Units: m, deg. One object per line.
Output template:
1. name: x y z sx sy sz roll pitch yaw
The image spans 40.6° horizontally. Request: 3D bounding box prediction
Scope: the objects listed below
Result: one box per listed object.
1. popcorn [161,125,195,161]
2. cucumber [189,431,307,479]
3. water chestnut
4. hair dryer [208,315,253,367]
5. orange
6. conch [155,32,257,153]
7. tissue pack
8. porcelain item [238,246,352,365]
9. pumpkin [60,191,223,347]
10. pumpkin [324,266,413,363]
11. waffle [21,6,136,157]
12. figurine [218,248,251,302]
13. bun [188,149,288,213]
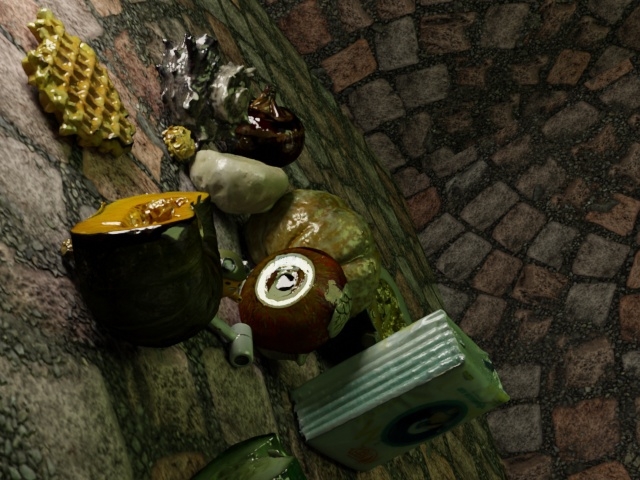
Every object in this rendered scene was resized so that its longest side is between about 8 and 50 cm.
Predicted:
1. popcorn: -0.316 -0.218 1.932 0.083 0.057 0.082 25 45 -71
2. cucumber: -0.103 0.388 1.298 0.130 0.191 0.191 57 16 -9
3. water chestnut: -0.150 -0.295 2.304 0.224 0.238 0.223 13 28 -7
4. hair dryer: -0.183 0.180 1.671 0.137 0.047 0.082 44 22 -32
5. orange: 0.000 0.000 2.046 0.369 0.210 0.271 40 37 27
6. conch: -0.256 -0.349 2.020 0.313 0.241 0.186 55 -11 -32
7. tissue pack: 0.172 0.336 1.871 0.287 0.388 0.162 43 22 -49
8. porcelain item: -0.045 0.145 1.843 0.253 0.253 0.253 54 17 -24
9. pumpkin: -0.279 0.054 1.354 0.325 0.242 0.232 -66 155 -77
10. pumpkin: 0.098 0.224 2.219 0.292 0.197 0.263 67 24 -8
11. waffle: -0.454 -0.288 1.610 0.281 0.058 0.300 39 25 -57
12. figurine: -0.218 0.030 1.597 0.167 0.141 0.249 21 39 -51
13. bun: -0.193 -0.128 1.981 0.231 0.133 0.231 15 8 -2
